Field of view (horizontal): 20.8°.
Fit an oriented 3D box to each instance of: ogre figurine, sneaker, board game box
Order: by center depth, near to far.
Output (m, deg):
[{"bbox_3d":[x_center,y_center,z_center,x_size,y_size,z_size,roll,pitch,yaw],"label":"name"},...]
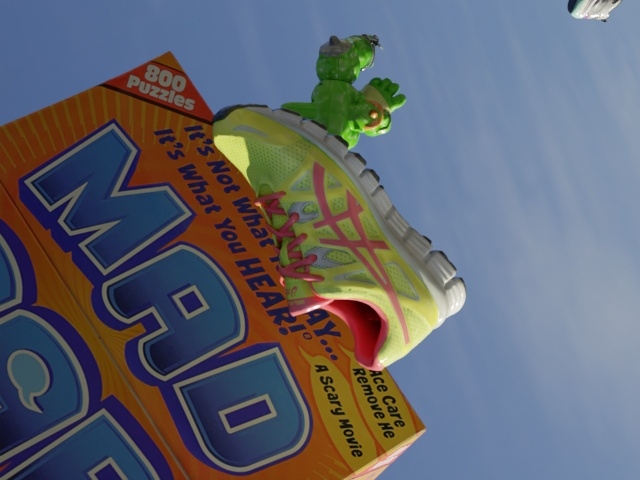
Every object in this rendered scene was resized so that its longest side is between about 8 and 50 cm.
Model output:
[{"bbox_3d":[0.000,0.000,1.116,0.208,0.081,0.094,45,-110,-13],"label":"sneaker"},{"bbox_3d":[-0.205,0.141,1.369,0.356,0.356,0.356,-28,-103,-27],"label":"board game box"},{"bbox_3d":[0.020,-0.101,1.585,0.197,0.097,0.118,-66,-20,-3],"label":"ogre figurine"},{"bbox_3d":[0.330,-0.297,2.000,0.069,0.098,0.038,11,-152,-15],"label":"sneaker"}]
